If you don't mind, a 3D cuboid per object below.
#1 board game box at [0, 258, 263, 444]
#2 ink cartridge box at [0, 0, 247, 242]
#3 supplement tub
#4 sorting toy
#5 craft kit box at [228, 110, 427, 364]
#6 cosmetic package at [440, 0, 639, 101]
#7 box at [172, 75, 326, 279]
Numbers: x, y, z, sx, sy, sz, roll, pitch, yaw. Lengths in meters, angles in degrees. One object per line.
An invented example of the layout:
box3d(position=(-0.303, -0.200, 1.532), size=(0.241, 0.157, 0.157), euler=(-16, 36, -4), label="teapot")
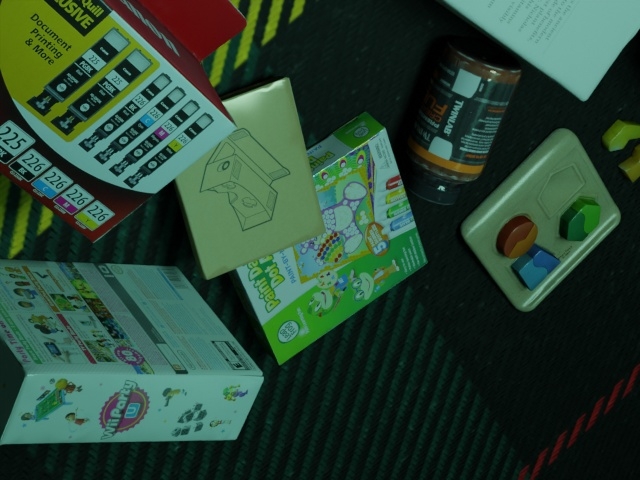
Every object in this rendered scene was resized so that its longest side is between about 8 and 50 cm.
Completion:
box3d(position=(-0.249, 0.121, 1.733), size=(0.303, 0.224, 0.097), euler=(5, 119, -39), label="board game box")
box3d(position=(-0.235, -0.188, 1.552), size=(0.272, 0.130, 0.309), euler=(-38, 137, 10), label="ink cartridge box")
box3d(position=(0.171, -0.146, 1.949), size=(0.106, 0.106, 0.198), euler=(2, 118, -38), label="supplement tub")
box3d(position=(0.352, -0.055, 2.198), size=(0.307, 0.041, 0.229), euler=(-45, 136, -2), label="sorting toy")
box3d(position=(0.000, 0.000, 1.961), size=(0.247, 0.061, 0.250), euler=(-32, 134, -11), label="craft kit box")
box3d(position=(0.201, -0.364, 1.773), size=(0.453, 0.161, 0.230), euler=(27, 100, -44), label="cosmetic package")
box3d(position=(-0.090, -0.072, 1.813), size=(0.164, 0.021, 0.201), euler=(-22, 114, -19), label="box")
